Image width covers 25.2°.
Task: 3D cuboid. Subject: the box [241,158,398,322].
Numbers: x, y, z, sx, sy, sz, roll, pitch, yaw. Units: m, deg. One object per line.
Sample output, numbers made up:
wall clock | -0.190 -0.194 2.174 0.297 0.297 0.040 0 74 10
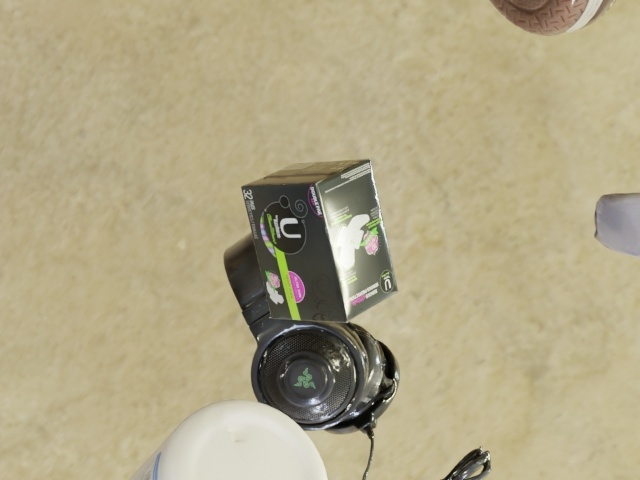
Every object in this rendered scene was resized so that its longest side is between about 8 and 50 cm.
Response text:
box | 0.000 0.000 0.831 0.052 0.062 0.083 -26 108 -45

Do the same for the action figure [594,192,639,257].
action figure | 0.300 0.007 0.549 0.330 0.178 0.341 -40 90 -25

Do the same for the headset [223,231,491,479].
headset | 0.033 0.145 1.674 0.394 0.185 0.243 61 11 18

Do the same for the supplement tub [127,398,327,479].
supplement tub | -0.048 0.116 0.587 0.071 0.107 0.071 13 56 -21

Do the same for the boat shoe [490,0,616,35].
boat shoe | 0.103 -0.222 0.705 0.095 0.095 0.257 -10 73 -28
